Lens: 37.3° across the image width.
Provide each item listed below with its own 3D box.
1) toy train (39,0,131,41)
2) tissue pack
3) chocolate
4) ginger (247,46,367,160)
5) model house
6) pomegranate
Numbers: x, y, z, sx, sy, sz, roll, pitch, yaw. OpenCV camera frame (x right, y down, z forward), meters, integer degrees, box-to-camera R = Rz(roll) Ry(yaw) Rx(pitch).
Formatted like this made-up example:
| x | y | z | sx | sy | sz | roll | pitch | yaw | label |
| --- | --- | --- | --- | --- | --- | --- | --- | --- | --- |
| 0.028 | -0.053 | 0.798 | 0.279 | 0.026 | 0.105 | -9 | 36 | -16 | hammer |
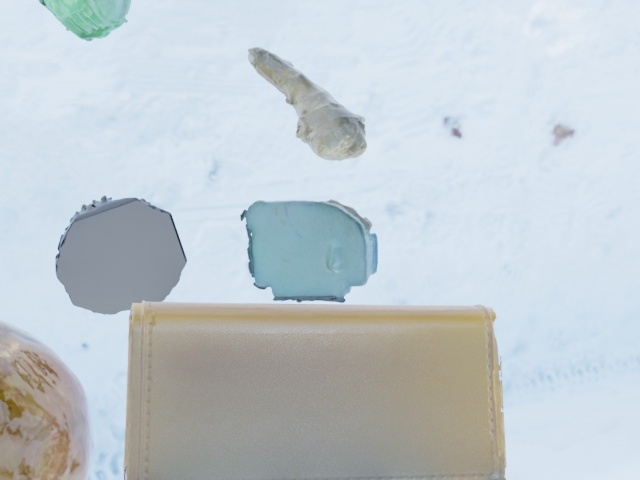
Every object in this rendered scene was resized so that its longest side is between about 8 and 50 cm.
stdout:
| x | y | z | sx | sy | sz | roll | pitch | yaw | label |
| --- | --- | --- | --- | --- | --- | --- | --- | --- | --- |
| -0.134 | -0.194 | 0.534 | 0.081 | 0.099 | 0.149 | -14 | 81 | 6 | toy train |
| -0.016 | 0.123 | 0.753 | 0.274 | 0.194 | 0.145 | 1 | 84 | -13 | tissue pack |
| -0.243 | -0.005 | 1.101 | 0.156 | 0.133 | 0.156 | -12 | 124 | -18 | chocolate |
| -0.029 | -0.243 | 1.694 | 0.131 | 0.294 | 0.086 | -32 | 158 | -34 | ginger |
| 0.000 | 0.000 | 1.135 | 0.148 | 0.148 | 0.119 | -36 | 123 | -72 | model house |
| -0.511 | 0.298 | 1.276 | 0.410 | 0.410 | 0.410 | -9 | 108 | -30 | pomegranate |
